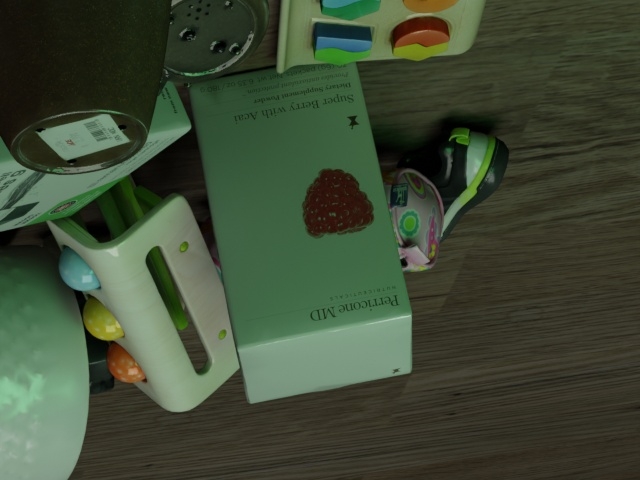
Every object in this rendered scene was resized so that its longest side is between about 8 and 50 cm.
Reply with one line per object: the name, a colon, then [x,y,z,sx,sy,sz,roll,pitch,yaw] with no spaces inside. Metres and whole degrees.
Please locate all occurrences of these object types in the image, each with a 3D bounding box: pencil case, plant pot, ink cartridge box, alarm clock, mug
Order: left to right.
mug: [-0.445,0.195,1.965,0.328,0.374,0.276,-3,171,-30]
ink cartridge box: [-0.297,-0.088,1.665,0.211,0.122,0.289,-31,170,40]
plant pot: [-0.206,-0.178,1.471,0.215,0.230,0.215,-10,156,-4]
alarm clock: [-0.099,-0.212,1.632,0.129,0.064,0.192,19,122,-40]
pencil case: [0.000,0.000,2.062,0.284,0.124,0.124,-12,160,30]

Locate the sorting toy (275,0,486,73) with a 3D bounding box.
sorting toy: [0.063,-0.216,1.754,0.208,0.038,0.193,-9,157,-7]

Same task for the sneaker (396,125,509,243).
sneaker: [0.126,-0.070,2.105,0.097,0.084,0.235,23,145,-15]

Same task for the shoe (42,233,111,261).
shoe: [-0.218,0.014,2.144,0.219,0.058,0.077,-3,134,-27]

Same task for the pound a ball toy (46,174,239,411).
pound a ball toy: [-0.212,0.050,1.971,0.135,0.208,0.319,-40,141,-20]

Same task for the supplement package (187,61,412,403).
supplement package: [-0.019,-0.010,1.865,0.177,0.293,0.175,-11,157,-3]

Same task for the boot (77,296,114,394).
boot: [-0.485,0.193,2.330,0.445,0.146,0.367,-21,-179,-12]
